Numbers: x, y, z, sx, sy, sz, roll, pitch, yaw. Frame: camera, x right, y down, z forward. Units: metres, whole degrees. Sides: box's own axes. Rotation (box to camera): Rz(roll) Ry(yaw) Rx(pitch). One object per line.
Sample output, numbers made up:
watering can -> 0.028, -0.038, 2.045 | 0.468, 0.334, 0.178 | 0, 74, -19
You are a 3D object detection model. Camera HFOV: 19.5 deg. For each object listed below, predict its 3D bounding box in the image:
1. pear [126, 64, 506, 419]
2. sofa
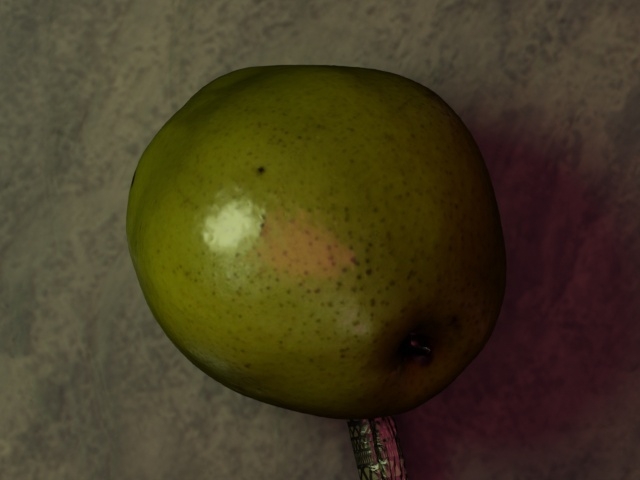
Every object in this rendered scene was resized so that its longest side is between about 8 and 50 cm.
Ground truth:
pear -> 0.000, 0.000, 1.392 | 0.294, 0.294, 0.294 | 0, 85, 2
sofa -> 0.045, 0.168, 1.481 | 0.039, 0.060, 0.118 | -13, 84, -3
